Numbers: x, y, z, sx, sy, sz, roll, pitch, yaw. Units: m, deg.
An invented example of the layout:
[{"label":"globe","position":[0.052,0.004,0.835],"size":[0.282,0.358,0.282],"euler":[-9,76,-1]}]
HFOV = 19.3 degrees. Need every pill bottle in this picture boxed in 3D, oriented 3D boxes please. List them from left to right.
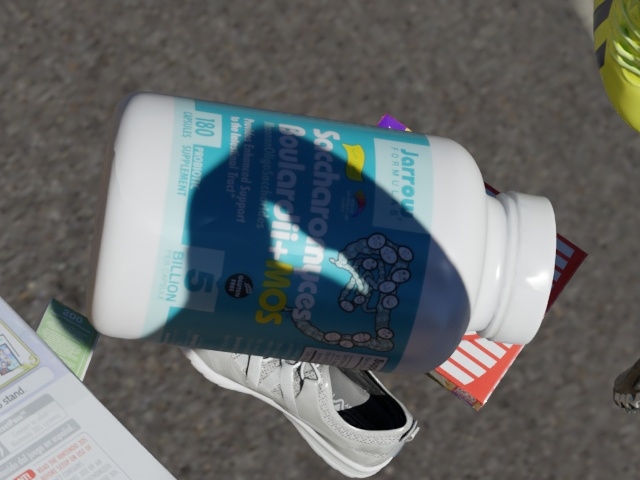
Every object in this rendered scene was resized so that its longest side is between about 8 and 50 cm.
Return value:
[{"label":"pill bottle","position":[0.000,0.000,1.111],"size":[0.264,0.146,0.146],"euler":[7,54,-9]}]

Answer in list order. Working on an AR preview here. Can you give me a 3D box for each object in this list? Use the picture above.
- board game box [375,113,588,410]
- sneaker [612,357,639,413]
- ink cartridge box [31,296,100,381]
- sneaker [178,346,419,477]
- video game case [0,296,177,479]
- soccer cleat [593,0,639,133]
[{"label":"board game box","position":[0.086,0.016,1.457],"size":[0.193,0.045,0.146],"euler":[35,77,4]},{"label":"sneaker","position":[0.330,0.098,1.671],"size":[0.078,0.234,0.106],"euler":[3,79,-17]},{"label":"ink cartridge box","position":[-0.231,0.114,1.516],"size":[0.056,0.171,0.235],"euler":[31,31,-11]},{"label":"sneaker","position":[-0.020,0.107,1.776],"size":[0.281,0.115,0.105],"euler":[37,57,-12]},{"label":"video game case","position":[-0.211,0.118,0.703],"size":[0.269,0.061,0.244],"euler":[-33,64,-29]},{"label":"soccer cleat","position":[0.198,-0.151,1.080],"size":[0.093,0.289,0.121],"euler":[17,52,13]}]
